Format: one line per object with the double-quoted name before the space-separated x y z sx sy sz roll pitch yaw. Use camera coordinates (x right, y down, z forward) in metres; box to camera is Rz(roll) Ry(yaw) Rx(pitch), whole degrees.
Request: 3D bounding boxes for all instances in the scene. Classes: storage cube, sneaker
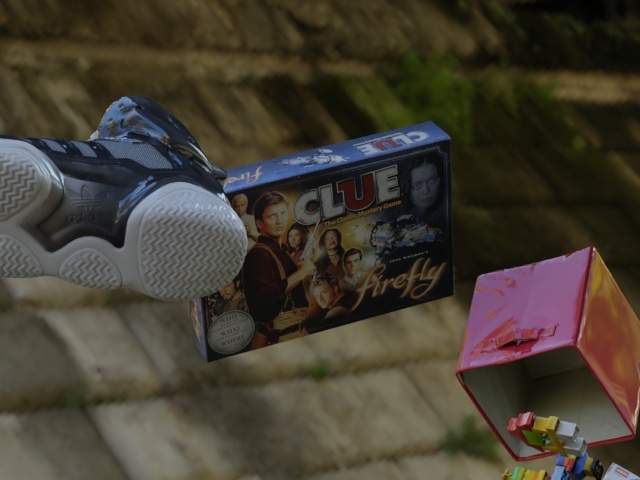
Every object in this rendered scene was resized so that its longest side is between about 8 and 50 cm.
"storage cube" 0.315 0.155 2.431 0.184 0.193 0.215 -16 -54 30
"sneaker" -0.188 -0.044 1.316 0.269 0.153 0.101 14 -60 -15

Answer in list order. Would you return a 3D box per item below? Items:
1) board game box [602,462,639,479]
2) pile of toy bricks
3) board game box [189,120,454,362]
"board game box" 0.453 0.439 2.262 0.053 0.305 0.193 -30 -33 -64
"pile of toy bricks" 0.241 0.277 1.961 0.118 0.105 0.212 -65 -35 -26
"board game box" 0.000 0.000 1.591 0.243 0.042 0.165 -15 -59 -18
